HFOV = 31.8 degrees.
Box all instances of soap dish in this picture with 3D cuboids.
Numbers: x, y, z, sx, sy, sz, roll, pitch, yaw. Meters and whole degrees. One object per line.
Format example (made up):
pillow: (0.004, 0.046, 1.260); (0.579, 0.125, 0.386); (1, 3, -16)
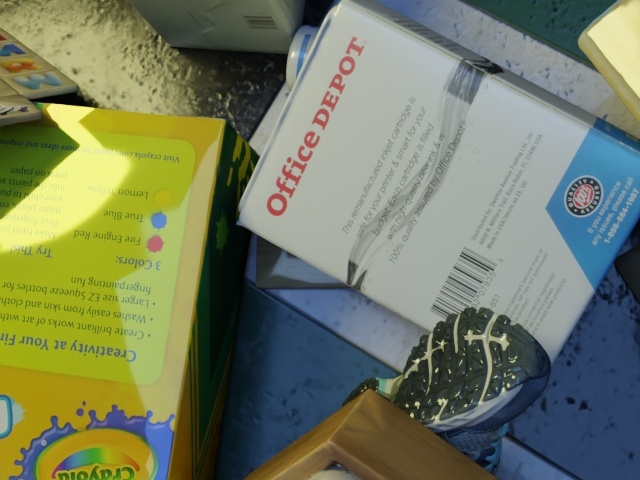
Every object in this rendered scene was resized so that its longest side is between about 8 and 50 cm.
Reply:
soap dish: (0.033, 0.255, 0.919); (0.229, 0.291, 0.118); (36, 47, -10)

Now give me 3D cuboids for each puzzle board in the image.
puzzle board: (0.000, 0.000, 1.114); (0.128, 0.011, 0.096); (-1, 80, 9)

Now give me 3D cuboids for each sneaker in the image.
sneaker: (0.117, 0.150, 0.961); (0.122, 0.283, 0.110); (30, 55, -15)

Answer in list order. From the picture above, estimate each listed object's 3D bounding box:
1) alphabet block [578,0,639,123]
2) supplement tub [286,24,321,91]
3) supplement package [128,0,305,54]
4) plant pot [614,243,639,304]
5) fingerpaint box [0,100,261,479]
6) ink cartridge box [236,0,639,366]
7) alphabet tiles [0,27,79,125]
alphabet block: (0.371, -0.143, 0.947); (0.193, 0.192, 0.197); (-42, 66, 25)
supplement tub: (0.026, -0.170, 1.106); (0.107, 0.071, 0.071); (13, 83, 12)
supplement package: (-0.093, -0.309, 1.085); (0.149, 0.194, 0.203); (5, 82, 10)
plant pot: (0.342, 0.030, 1.008); (0.109, 0.096, 0.109); (-30, 77, 4)
fingerpaint box: (-0.308, 0.059, 1.077); (0.444, 0.163, 0.371); (6, 81, 11)
ink cartridge box: (0.115, -0.049, 1.002); (0.307, 0.129, 0.223); (30, 108, 9)
alphabet tiles: (-0.402, -0.154, 1.055); (0.285, 0.342, 0.011); (-15, 120, -29)
